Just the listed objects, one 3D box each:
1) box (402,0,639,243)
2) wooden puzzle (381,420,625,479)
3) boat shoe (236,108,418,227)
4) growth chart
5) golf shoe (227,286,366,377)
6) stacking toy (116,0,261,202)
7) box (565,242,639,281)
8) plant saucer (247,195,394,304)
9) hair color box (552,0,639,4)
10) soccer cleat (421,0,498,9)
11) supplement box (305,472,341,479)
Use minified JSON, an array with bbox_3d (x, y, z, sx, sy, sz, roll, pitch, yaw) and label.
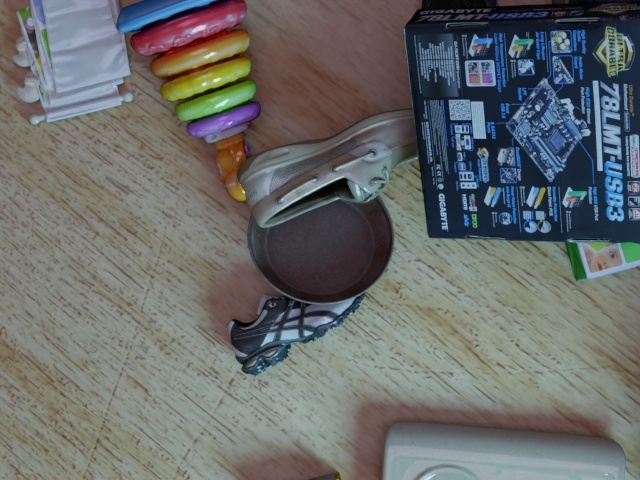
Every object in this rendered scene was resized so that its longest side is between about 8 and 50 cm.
[{"bbox_3d":[0.264,-0.141,1.655,0.293,0.073,0.296,0,117,19],"label":"box"},{"bbox_3d":[0.234,0.427,1.801,0.322,0.080,0.348,4,83,2],"label":"wooden puzzle"},{"bbox_3d":[0.045,-0.093,1.787,0.302,0.109,0.098,-16,69,-12],"label":"boat shoe"},{"bbox_3d":[-0.346,-0.285,1.875,0.172,0.021,0.237,-5,87,2],"label":"growth chart"},{"bbox_3d":[-0.036,0.101,1.821,0.198,0.077,0.094,-30,87,-1],"label":"golf shoe"},{"bbox_3d":[-0.144,-0.194,1.813,0.165,0.175,0.302,-18,98,4],"label":"stacking toy"},{"bbox_3d":[0.421,-0.100,1.790,0.231,0.127,0.262,-15,87,3],"label":"box"},{"bbox_3d":[0.000,0.000,1.819,0.198,0.036,0.199,1,65,-3],"label":"plant saucer"},{"bbox_3d":[0.367,-0.364,1.689,0.105,0.347,0.174,5,87,2],"label":"hair color box"},{"bbox_3d":[0.217,-0.242,1.825,0.108,0.116,0.318,-20,69,25],"label":"soccer cleat"},{"bbox_3d":[-0.018,0.346,1.817,0.098,0.062,0.036,-14,89,2],"label":"supplement box"}]
